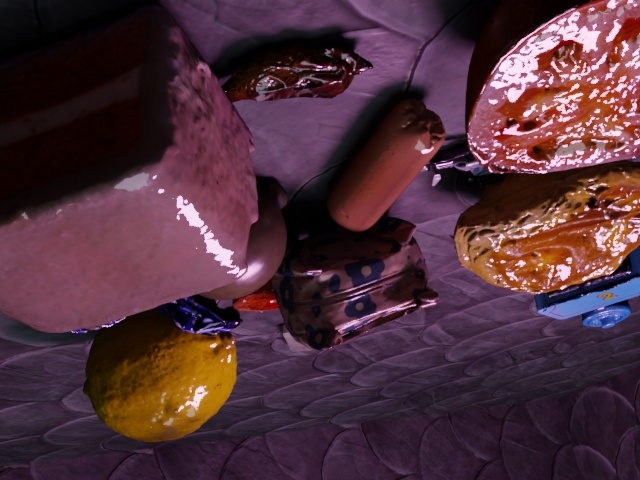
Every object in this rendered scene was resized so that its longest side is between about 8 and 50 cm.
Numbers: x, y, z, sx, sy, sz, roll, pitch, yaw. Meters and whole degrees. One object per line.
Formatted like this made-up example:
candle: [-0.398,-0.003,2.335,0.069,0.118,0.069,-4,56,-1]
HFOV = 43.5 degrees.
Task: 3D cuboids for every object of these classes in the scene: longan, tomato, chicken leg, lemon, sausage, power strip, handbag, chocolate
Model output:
longan: [-0.125,-0.006,1.180,0.204,0.159,0.185,-48,-174,-12]
tomato: [0.308,-0.217,0.891,0.338,0.144,0.338,-8,153,-4]
chicken leg: [-0.048,-0.182,0.917,0.219,0.048,0.089,-11,155,-2]
lemon: [-0.300,0.249,1.542,0.321,0.268,0.268,-12,159,14]
sausage: [0.086,-0.097,1.142,0.086,0.086,0.289,-2,155,-24]
power strip: [-0.045,0.229,1.941,0.079,0.029,0.227,-10,159,1]
handbag: [0.059,0.066,1.299,0.251,0.190,0.193,-20,-173,-12]
tomato: [-0.094,0.070,1.444,0.139,0.091,0.159,-7,166,-9]
chocolate: [-0.286,0.100,1.386,0.343,0.126,0.148,8,-172,-36]

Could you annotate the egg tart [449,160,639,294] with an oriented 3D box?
egg tart: [0.395,-0.039,1.319,0.351,0.153,0.339,-27,145,18]

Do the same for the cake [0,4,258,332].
cake: [-0.235,-0.065,0.833,0.308,0.237,0.230,-17,147,15]

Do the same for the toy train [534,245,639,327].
toy train: [0.599,0.063,1.675,0.265,0.188,0.300,17,148,-41]

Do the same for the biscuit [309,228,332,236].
biscuit: [0.000,-0.001,1.424,0.046,0.016,0.089,-7,157,-8]

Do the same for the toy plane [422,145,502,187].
toy plane: [0.218,-0.121,1.207,0.197,0.053,0.078,-9,150,-10]

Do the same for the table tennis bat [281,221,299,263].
table tennis bat: [-0.130,0.034,1.305,0.220,0.130,0.019,-25,121,18]
